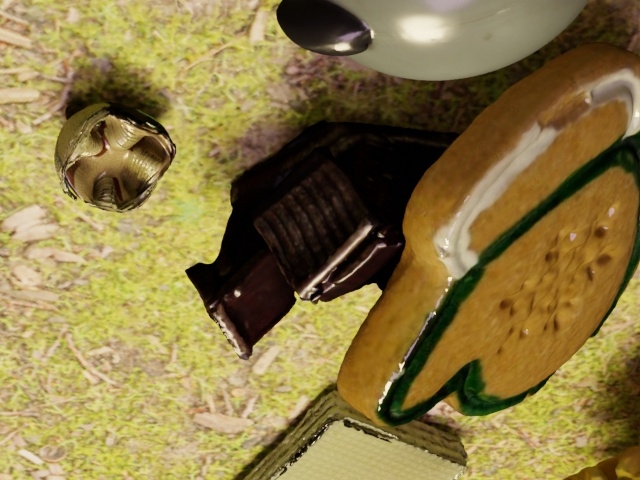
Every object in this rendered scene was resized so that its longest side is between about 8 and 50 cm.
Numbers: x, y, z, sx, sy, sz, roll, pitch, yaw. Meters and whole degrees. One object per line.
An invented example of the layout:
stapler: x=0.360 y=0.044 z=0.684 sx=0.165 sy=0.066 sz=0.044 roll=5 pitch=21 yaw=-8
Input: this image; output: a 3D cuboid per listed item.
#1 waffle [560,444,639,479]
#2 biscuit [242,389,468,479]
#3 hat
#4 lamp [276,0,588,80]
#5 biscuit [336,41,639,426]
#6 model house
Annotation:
waffle: x=0.332 y=0.192 z=1.605 sx=0.309 sy=0.065 sz=0.283 roll=-21 pitch=161 yaw=35
biscuit: x=0.006 y=0.229 z=1.712 sx=0.147 sy=0.046 sz=0.250 roll=21 pitch=131 yaw=-25
hat: x=-0.153 y=-0.064 z=1.380 sx=0.077 sy=0.059 sz=0.076 roll=24 pitch=97 yaw=-39
lamp: x=0.066 y=-0.204 z=1.103 sx=0.198 sy=0.243 sz=0.197 roll=-3 pitch=142 yaw=-3
biscuit: x=0.133 y=0.025 z=1.367 sx=0.287 sy=0.057 sz=0.343 roll=-38 pitch=150 yaw=-18
model house: x=0.003 y=0.008 z=1.390 sx=0.141 sy=0.164 sz=0.203 roll=33 pitch=129 yaw=-26
